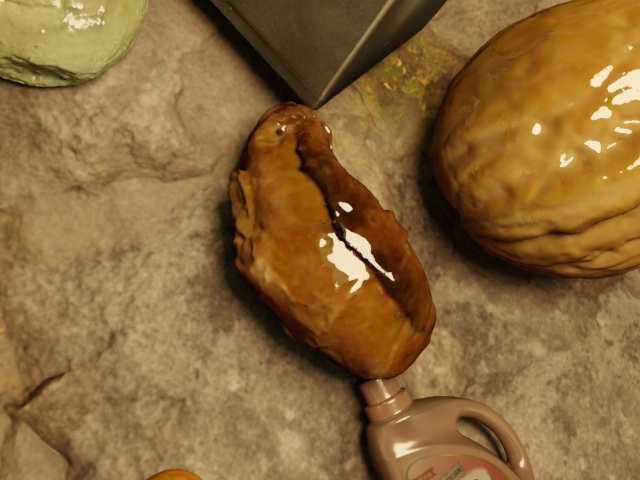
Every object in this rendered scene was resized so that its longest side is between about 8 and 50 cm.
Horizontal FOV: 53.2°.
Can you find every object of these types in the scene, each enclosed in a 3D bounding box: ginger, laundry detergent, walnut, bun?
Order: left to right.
[{"bbox_3d":[-0.278,-0.266,0.652,0.221,0.108,0.222,4,78,-19],"label":"bun"},{"bbox_3d":[0.000,0.000,0.665,0.172,0.165,0.321,-21,82,-47],"label":"ginger"},{"bbox_3d":[0.143,0.241,0.713,0.171,0.076,0.237,-24,85,-23],"label":"laundry detergent"},{"bbox_3d":[0.295,-0.110,0.706,0.332,0.333,0.333,4,78,-18],"label":"walnut"}]

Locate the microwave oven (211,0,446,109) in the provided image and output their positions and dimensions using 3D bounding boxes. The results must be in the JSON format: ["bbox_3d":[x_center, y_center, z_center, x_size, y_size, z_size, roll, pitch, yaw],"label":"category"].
[{"bbox_3d":[-0.022,-0.418,0.625,0.432,0.374,0.236,47,60,-1],"label":"microwave oven"}]

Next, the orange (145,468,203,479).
[{"bbox_3d":[-0.144,0.262,0.611,0.083,0.070,0.083,10,65,-23],"label":"orange"}]
